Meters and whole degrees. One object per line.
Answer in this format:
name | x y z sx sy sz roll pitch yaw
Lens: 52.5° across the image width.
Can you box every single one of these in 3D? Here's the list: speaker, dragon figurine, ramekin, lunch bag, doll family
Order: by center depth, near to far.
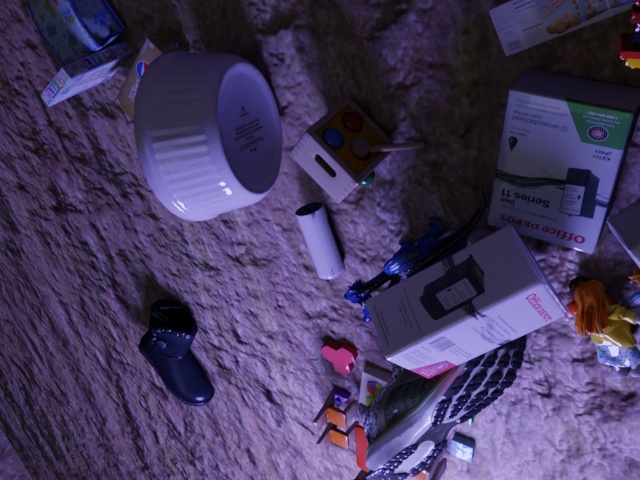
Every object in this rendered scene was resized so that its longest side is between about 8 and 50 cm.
doll family | 0.447 0.102 0.891 0.262 0.118 0.163 -19 108 42
dragon figurine | 0.157 0.038 1.031 0.085 0.144 0.289 49 135 -5
ramekin | -0.162 -0.171 1.034 0.127 0.273 0.273 -4 118 23
lunch bag | -0.450 -0.408 1.173 0.128 0.096 0.151 -15 121 41
speaker | 0.000 0.000 1.177 0.055 0.055 0.136 -3 118 36

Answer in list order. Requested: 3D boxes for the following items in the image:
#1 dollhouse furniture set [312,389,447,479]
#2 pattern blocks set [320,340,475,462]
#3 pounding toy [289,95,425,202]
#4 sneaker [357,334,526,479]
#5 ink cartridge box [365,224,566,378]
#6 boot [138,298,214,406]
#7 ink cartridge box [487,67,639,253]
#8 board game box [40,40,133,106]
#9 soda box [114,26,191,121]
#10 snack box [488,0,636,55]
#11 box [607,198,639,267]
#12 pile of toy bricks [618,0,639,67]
dollhouse furniture set | 0.113 0.472 1.347 0.261 0.135 0.259 16 134 25
pattern blocks set | 0.159 0.336 1.326 0.324 0.026 0.286 6 124 31
pounding toy | 0.057 -0.141 0.998 0.141 0.130 0.100 45 147 -1
sneaker | 0.183 0.245 1.146 0.410 0.158 0.182 -53 46 24
ink cartridge box | 0.214 0.098 0.945 0.237 0.172 0.100 -30 58 18
boot | -0.338 0.275 1.581 0.246 0.094 0.207 44 139 9
ink cartridge box | 0.317 -0.103 0.859 0.153 0.087 0.209 18 130 25
board game box | -0.426 -0.305 1.187 0.103 0.154 0.026 -26 104 43
soda box | -0.306 -0.296 1.175 0.058 0.061 0.181 46 135 -2
snack box | 0.298 -0.286 0.787 0.178 0.022 0.064 -13 112 40
box | 0.474 -0.019 0.725 0.232 0.127 0.149 -39 95 20
pile of toy bricks | 0.431 -0.201 0.711 0.212 0.118 0.105 6 147 12
